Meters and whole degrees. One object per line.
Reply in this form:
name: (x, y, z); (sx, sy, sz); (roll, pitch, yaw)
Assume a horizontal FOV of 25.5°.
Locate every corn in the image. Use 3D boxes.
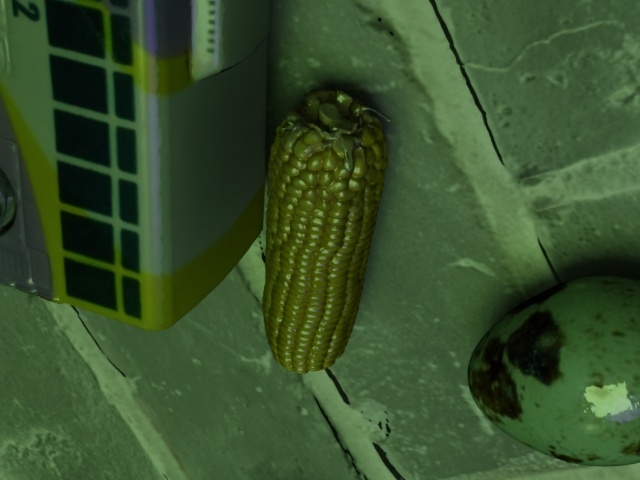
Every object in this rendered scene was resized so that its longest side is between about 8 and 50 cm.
corn: (0.000, 0.000, 1.299); (0.106, 0.106, 0.305); (13, 132, 9)

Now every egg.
egg: (0.238, 0.117, 1.263); (0.231, 0.169, 0.169); (-9, 122, 36)

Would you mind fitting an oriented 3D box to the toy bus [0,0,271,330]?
toy bus: (-0.167, -0.168, 1.136); (0.249, 0.209, 0.440); (17, 125, 20)
